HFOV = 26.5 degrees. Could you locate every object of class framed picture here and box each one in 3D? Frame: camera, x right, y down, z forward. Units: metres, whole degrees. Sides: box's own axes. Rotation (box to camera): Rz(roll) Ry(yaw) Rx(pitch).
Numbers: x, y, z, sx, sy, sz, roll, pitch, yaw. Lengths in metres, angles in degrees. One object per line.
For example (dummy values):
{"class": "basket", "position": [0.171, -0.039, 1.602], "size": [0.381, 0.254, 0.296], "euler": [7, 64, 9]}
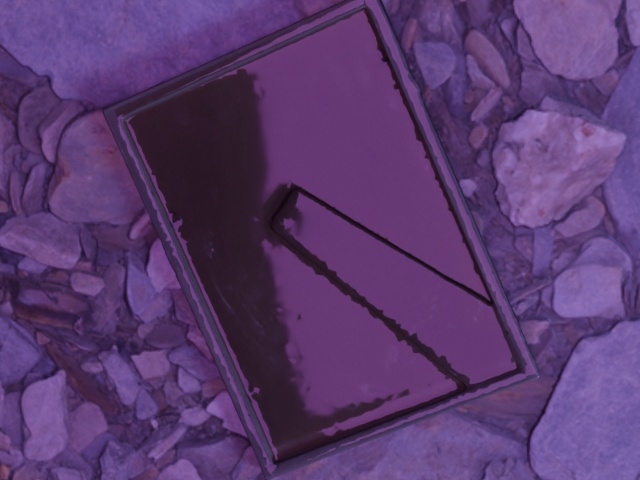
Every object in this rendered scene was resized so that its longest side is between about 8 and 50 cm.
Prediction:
{"class": "framed picture", "position": [0.000, 0.000, 1.444], "size": [0.326, 0.028, 0.446], "euler": [-22, 94, 13]}
